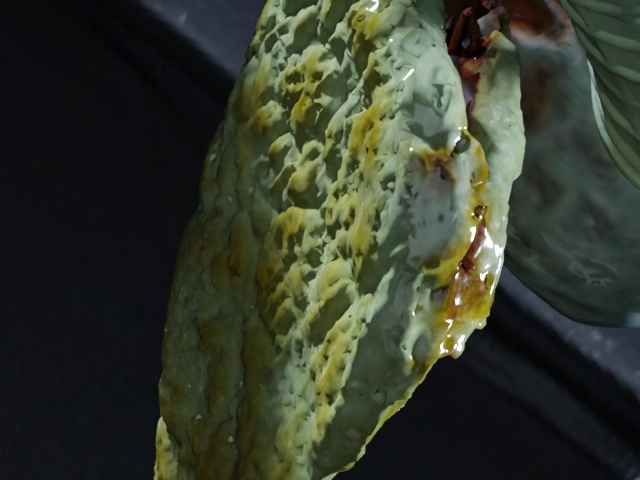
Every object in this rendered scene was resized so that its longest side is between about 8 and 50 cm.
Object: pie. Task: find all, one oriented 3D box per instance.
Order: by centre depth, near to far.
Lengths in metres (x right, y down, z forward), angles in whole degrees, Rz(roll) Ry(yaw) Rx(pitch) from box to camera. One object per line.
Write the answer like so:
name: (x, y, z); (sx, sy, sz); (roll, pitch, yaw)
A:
pie: (-0.002, 0.008, 0.793); (0.105, 0.274, 0.257); (19, -134, -16)

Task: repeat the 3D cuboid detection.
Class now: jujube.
jujube: (0.135, -0.106, 1.034); (0.215, 0.246, 0.308); (-40, -110, 2)

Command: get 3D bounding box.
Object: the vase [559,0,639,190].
vase: (0.131, -0.122, 0.722); (0.143, 0.299, 0.143); (-8, -111, 22)
